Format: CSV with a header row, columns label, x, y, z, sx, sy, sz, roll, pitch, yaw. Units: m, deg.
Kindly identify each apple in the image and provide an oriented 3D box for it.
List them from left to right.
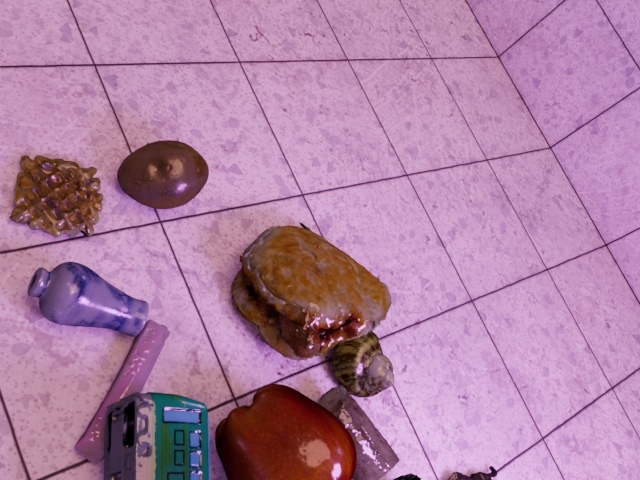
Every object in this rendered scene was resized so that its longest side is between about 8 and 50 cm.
label,x,y,z,sx,sy,sz,roll,pitch,yaw
apple,-0.079,0.489,1.555,0.317,0.288,0.288,46,46,9

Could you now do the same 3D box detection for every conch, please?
label,x,y,z,sx,sy,sz,roll,pitch,yaw
conch,0.119,0.337,1.870,0.182,0.187,0.124,12,7,10

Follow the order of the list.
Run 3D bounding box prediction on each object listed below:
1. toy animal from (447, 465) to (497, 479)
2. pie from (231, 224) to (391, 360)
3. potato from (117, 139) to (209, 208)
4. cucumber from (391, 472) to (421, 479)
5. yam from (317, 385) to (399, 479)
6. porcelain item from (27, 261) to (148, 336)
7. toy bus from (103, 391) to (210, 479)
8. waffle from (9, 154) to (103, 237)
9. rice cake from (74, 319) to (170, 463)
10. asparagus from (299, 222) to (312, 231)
label,x,y,z,sx,sy,sz,roll,pitch,yaw
toy animal,0.443,0.711,1.938,0.233,0.084,0.148,-9,69,-36
pie,-0.024,0.128,1.869,0.418,0.180,0.395,-23,63,-45
potato,-0.409,-0.172,1.787,0.235,0.160,0.177,-3,41,-23
cucumber,0.167,0.679,1.755,0.193,0.115,0.086,-24,37,-38
yam,0.082,0.508,1.749,0.254,0.154,0.154,54,46,-3
porcelain item,-0.519,0.137,1.537,0.259,0.141,0.141,29,50,-32
toy bus,-0.327,0.485,1.379,0.200,0.184,0.343,13,62,-35
waffle,-0.625,-0.107,1.649,0.204,0.054,0.223,14,56,-30
rice cake,-0.432,0.323,1.538,0.073,0.056,0.364,36,49,-17
asparagus,0.000,0.000,2.079,0.166,0.013,0.016,42,58,-8
